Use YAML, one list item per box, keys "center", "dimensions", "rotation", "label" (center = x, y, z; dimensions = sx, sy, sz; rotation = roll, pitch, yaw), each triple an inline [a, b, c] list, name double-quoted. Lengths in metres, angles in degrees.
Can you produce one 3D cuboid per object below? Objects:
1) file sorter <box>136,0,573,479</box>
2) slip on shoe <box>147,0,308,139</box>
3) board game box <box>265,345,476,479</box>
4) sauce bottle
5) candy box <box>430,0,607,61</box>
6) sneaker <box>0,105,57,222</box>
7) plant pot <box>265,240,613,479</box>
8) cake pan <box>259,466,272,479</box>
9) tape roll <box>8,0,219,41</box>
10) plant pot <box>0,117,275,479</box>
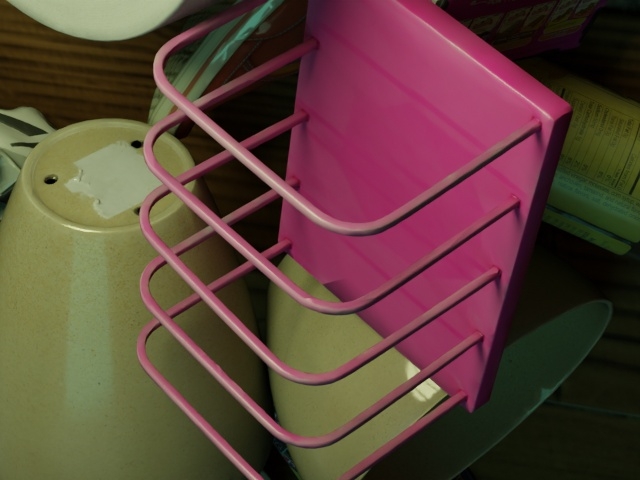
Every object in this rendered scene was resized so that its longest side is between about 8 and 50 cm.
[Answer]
- center: [0.000, 0.000, 1.140]
  dimensions: [0.202, 0.182, 0.291]
  rotation: [41, 146, 26]
  label: "file sorter"
- center: [-0.024, -0.159, 1.288]
  dimensions: [0.101, 0.123, 0.331]
  rotation: [33, 136, -20]
  label: "slip on shoe"
- center: [0.038, 0.191, 1.720]
  dimensions: [0.165, 0.042, 0.243]
  rotation: [-5, 134, 29]
  label: "board game box"
- center: [0.229, -0.042, 1.306]
  dimensions: [0.344, 0.111, 0.111]
  rotation: [25, 141, -4]
  label: "sauce bottle"
- center: [0.134, -0.206, 1.122]
  dimensions: [0.071, 0.159, 0.233]
  rotation: [61, 148, 22]
  label: "candy box"
- center: [-0.229, -0.042, 1.531]
  dimensions: [0.122, 0.146, 0.330]
  rotation: [-33, 146, 13]
  label: "sneaker"
- center: [0.065, 0.073, 1.429]
  dimensions: [0.191, 0.284, 0.284]
  rotation: [51, 146, 19]
  label: "plant pot"
- center: [-0.183, 0.249, 1.837]
  dimensions: [0.293, 0.054, 0.293]
  rotation: [3, 140, 3]
  label: "cake pan"
- center: [-0.160, -0.310, 1.058]
  dimensions: [0.392, 0.072, 0.392]
  rotation: [30, 135, 35]
  label: "tape roll"
- center: [-0.157, 0.049, 1.380]
  dimensions: [0.256, 0.256, 0.274]
  rotation: [14, 134, 10]
  label: "plant pot"
